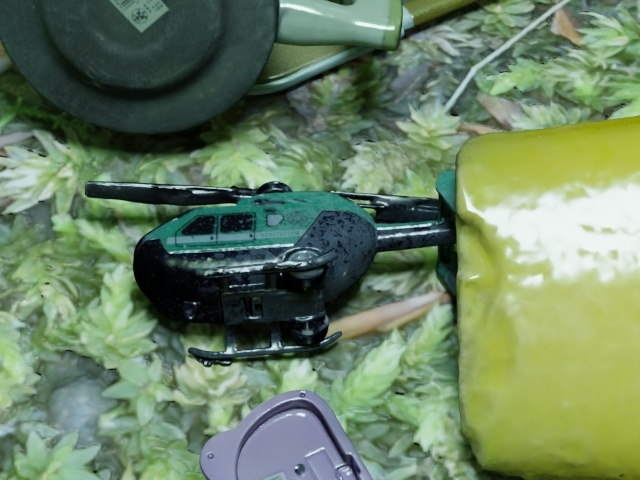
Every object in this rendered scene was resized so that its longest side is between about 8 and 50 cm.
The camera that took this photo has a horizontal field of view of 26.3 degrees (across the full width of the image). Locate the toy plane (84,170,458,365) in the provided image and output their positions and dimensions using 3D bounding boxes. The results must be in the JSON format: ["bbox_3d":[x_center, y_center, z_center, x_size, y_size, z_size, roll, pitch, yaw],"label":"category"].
[{"bbox_3d":[0.000,0.000,1.111,0.382,0.106,0.155,-6,43,-1],"label":"toy plane"}]

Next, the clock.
[{"bbox_3d":[-0.017,0.192,0.997,0.110,0.050,0.152,-22,58,-17],"label":"clock"}]

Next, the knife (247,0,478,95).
[{"bbox_3d":[0.049,-0.206,1.299,0.343,0.027,0.061,-26,62,-16],"label":"knife"}]

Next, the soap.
[{"bbox_3d":[0.316,0.043,1.039,0.427,0.115,0.306,1,75,8],"label":"soap"}]

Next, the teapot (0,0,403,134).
[{"bbox_3d":[-0.108,-0.255,1.195,0.322,0.239,0.239,-15,30,14],"label":"teapot"}]
